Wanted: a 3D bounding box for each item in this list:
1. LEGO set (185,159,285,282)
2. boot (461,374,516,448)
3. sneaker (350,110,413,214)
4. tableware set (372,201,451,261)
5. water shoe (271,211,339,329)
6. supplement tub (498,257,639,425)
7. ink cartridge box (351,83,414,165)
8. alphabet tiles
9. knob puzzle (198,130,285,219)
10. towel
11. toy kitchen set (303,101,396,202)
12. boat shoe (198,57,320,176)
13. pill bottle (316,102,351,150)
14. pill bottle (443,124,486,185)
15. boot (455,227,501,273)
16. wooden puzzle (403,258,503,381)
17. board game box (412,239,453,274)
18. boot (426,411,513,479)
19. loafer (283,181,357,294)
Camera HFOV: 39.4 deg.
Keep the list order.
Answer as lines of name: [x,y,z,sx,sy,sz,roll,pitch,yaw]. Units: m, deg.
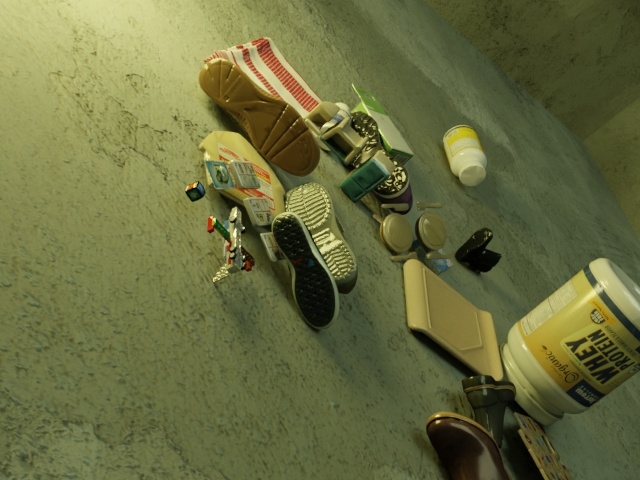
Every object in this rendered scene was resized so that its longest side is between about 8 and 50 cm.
LEGO set: [-0.142,-0.037,1.411,0.182,0.060,0.244,68,18,4]
boot: [0.324,0.335,1.678,0.198,0.077,0.137,22,54,-53]
sneaker: [0.118,-0.166,2.011,0.283,0.107,0.124,63,2,37]
tableware set: [0.195,-0.017,1.924,0.194,0.039,0.128,-2,80,-41]
water shoe: [-0.015,0.046,1.481,0.080,0.073,0.203,-8,78,-78]
supplement tub: [0.534,0.213,1.842,0.228,0.316,0.228,40,20,-18]
ink cartridge box: [0.132,-0.276,2.186,0.109,0.062,0.209,7,48,-54]
alphabet tiles: [0.443,0.428,1.726,0.237,0.009,0.198,29,30,-59]
knob puzzle: [-0.142,-0.119,1.578,0.213,0.030,0.213,36,29,-24]
towel: [-0.099,-0.331,1.929,0.237,0.037,0.329,49,25,-2]
toy kitchen set: [0.017,-0.152,1.813,0.207,0.122,0.166,45,46,-8]
boat shoe: [-0.107,-0.231,1.687,0.285,0.104,0.089,47,0,7]
pill bottle: [0.032,-0.255,1.974,0.067,0.067,0.120,41,36,-16]
pill bottle: [0.412,-0.237,2.527,0.103,0.103,0.184,33,30,-30]
boot: [0.390,0.026,2.123,0.099,0.121,0.045,24,37,-31]
wooden puzzle: [0.264,0.167,1.825,0.239,0.044,0.221,34,30,-20]
board game box: [0.251,0.031,2.005,0.090,0.020,0.090,54,27,8]
boot: [0.255,0.408,1.418,0.248,0.090,0.207,47,23,-13]
loafer: [0.000,0.000,1.600,0.087,0.094,0.251,73,-3,-52]
